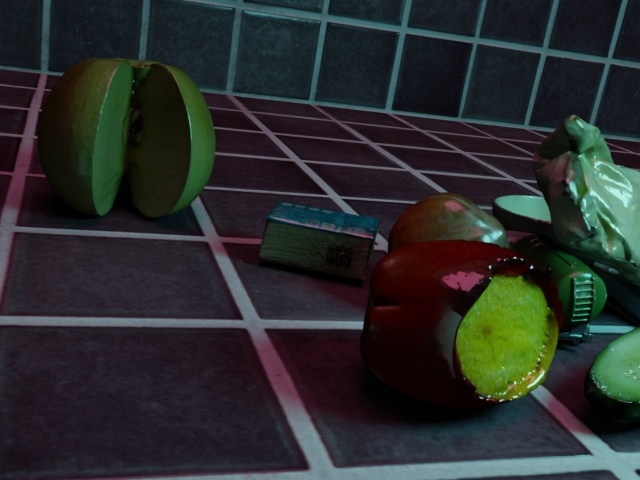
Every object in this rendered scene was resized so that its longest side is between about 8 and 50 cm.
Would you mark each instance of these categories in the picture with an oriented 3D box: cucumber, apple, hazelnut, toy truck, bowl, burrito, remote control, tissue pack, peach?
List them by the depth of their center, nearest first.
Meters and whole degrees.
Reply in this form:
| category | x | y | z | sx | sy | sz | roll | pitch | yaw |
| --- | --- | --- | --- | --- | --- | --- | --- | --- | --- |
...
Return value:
| category | x | y | z | sx | sy | sz | roll | pitch | yaw |
| --- | --- | --- | --- | --- | --- | --- | --- | --- | --- |
| peach | 0.160 | 0.090 | 0.831 | 0.226 | 0.196 | 0.190 | 8 | 51 | 2 |
| cucumber | 0.382 | 0.166 | 0.904 | 0.244 | 0.063 | 0.115 | -7 | 30 | -41 |
| hazelnut | 0.175 | 0.026 | 1.069 | 0.182 | 0.182 | 0.182 | 9 | 18 | -3 |
| toy truck | 0.314 | 0.060 | 1.096 | 0.101 | 0.125 | 0.242 | 5 | 18 | -11 |
| burrito | 0.419 | -0.040 | 1.125 | 0.332 | 0.190 | 0.135 | 21 | -18 | -35 |
| tissue pack | 0.000 | 0.000 | 1.179 | 0.169 | 0.082 | 0.120 | 11 | 17 | 5 |
| remote control | 0.515 | 0.092 | 1.224 | 0.087 | 0.047 | 0.244 | 9 | 17 | -13 |
| apple | -0.317 | -0.171 | 1.267 | 0.292 | 0.254 | 0.292 | 8 | 13 | -2 |
| bowl | 0.395 | -0.004 | 1.340 | 0.211 | 0.112 | 0.211 | 8 | 16 | -2 |

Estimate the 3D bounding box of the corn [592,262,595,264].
| category | x | y | z | sx | sy | sz | roll | pitch | yaw |
| --- | --- | --- | --- | --- | --- | --- | --- | --- | --- |
| corn | 0.538 | -0.003 | 1.410 | 0.119 | 0.119 | 0.322 | -6 | 23 | -39 |
